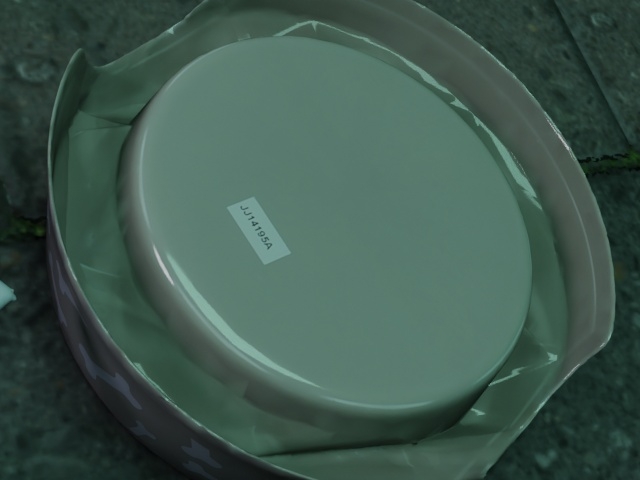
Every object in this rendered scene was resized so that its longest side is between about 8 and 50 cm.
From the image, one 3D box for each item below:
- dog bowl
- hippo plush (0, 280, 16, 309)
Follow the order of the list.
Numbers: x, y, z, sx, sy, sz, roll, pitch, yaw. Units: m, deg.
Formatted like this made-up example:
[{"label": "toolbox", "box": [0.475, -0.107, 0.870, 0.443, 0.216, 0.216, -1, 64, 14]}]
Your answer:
[{"label": "dog bowl", "box": [0.000, 0.000, 0.717, 0.348, 0.102, 0.349, 13, 55, -19]}, {"label": "hippo plush", "box": [-0.245, 0.170, 0.453, 0.294, 0.234, 0.237, -8, 78, -77]}]
